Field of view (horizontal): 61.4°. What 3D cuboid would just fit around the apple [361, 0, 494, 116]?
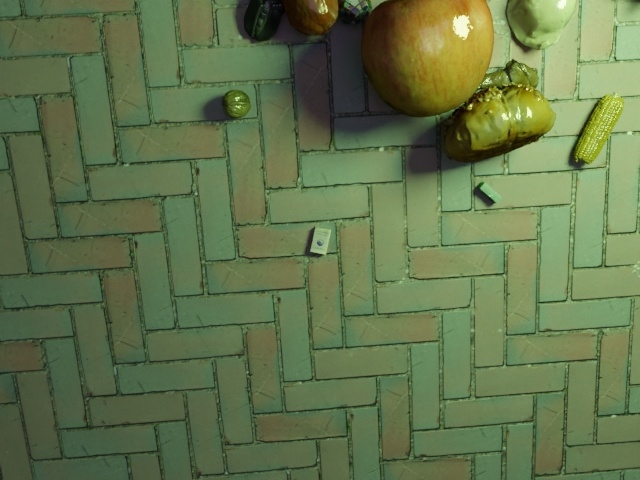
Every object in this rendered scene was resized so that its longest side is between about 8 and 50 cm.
[{"bbox_3d":[0.293,-0.517,1.486,0.364,0.364,0.363,0,102,-2],"label":"apple"}]

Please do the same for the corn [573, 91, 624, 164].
[{"bbox_3d":[0.871,-0.350,1.687,0.080,0.080,0.238,22,99,-7],"label":"corn"}]

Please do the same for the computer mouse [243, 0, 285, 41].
[{"bbox_3d":[-0.156,-0.683,1.581,0.106,0.062,0.192,24,98,-7],"label":"computer mouse"}]

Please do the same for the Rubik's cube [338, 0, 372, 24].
[{"bbox_3d":[0.095,-0.687,1.575,0.111,0.093,0.111,-1,102,-4],"label":"Rubik's cube"}]

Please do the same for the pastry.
[{"bbox_3d":[0.505,-0.351,1.576,0.316,0.284,0.184,-17,83,8],"label":"pastry"}]

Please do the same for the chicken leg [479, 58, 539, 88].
[{"bbox_3d":[0.569,-0.491,1.646,0.196,0.080,0.125,13,114,-5],"label":"chicken leg"}]

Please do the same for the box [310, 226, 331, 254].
[{"bbox_3d":[0.000,0.000,1.748,0.054,0.024,0.083,11,100,-7],"label":"box"}]

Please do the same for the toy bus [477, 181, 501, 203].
[{"bbox_3d":[0.544,-0.153,1.733,0.083,0.037,0.031,39,98,-10],"label":"toy bus"}]

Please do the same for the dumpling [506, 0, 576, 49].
[{"bbox_3d":[0.646,-0.694,1.583,0.193,0.147,0.258,10,109,27],"label":"dumpling"}]

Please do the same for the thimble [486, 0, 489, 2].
[{"bbox_3d":[0.427,-0.763,1.540,0.189,0.125,0.163,41,116,-13],"label":"thimble"}]

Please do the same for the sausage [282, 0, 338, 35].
[{"bbox_3d":[-0.038,-0.716,1.530,0.141,0.153,0.268,-6,103,34],"label":"sausage"}]

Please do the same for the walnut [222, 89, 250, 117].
[{"bbox_3d":[-0.254,-0.411,1.623,0.092,0.092,0.092,0,102,-2],"label":"walnut"}]
